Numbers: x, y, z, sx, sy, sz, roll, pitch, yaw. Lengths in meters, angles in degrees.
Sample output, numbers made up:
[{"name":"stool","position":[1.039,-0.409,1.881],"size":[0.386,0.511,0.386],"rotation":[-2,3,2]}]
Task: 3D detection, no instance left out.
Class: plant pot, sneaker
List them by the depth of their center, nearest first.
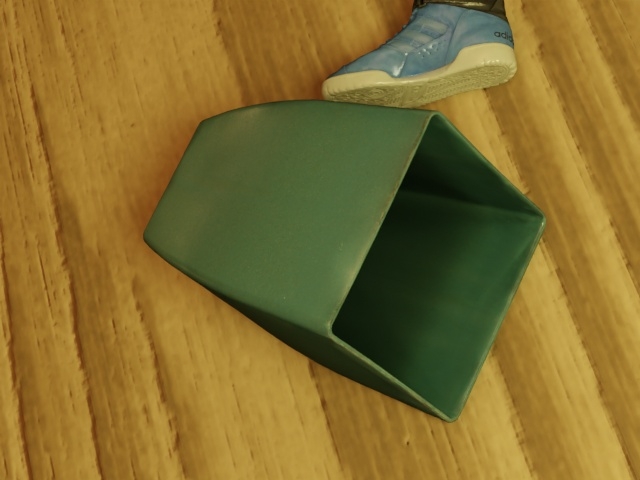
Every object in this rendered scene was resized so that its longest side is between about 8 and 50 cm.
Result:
[{"name":"plant pot","position":[0.000,0.000,1.233],"size":[0.234,0.165,0.166],"rotation":[14,74,42]},{"name":"sneaker","position":[0.072,-0.152,1.324],"size":[0.152,0.058,0.085],"rotation":[-12,66,19]}]
